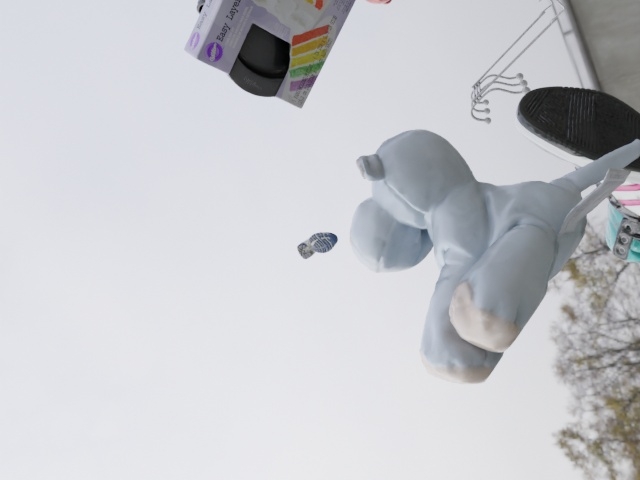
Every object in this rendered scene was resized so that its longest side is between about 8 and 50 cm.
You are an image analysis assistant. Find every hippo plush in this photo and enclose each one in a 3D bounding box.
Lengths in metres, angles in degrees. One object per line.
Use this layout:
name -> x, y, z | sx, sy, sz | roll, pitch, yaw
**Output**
hippo plush -> 0.131, -0.009, 0.654 | 0.236, 0.294, 0.234 | 35, -144, 18

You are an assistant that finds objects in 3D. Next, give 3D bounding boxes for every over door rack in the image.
over door rack -> 0.493, -0.449, 1.540 | 0.108, 0.324, 0.239 | 31, -154, -2

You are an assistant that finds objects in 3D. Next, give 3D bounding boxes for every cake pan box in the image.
cake pan box -> -0.084, -0.396, 1.119 | 0.245, 0.267, 0.070 | 19, -164, -39

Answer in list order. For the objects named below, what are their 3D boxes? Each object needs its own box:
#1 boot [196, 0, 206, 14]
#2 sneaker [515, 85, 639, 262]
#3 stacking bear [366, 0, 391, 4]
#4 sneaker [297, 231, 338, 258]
boot -> -0.154, -0.586, 1.497 | 0.338, 0.118, 0.223 | 3, -101, -37
sneaker -> 0.368, -0.069, 0.763 | 0.124, 0.295, 0.178 | -55, -18, -28
stacking bear -> 0.049, -0.623, 1.343 | 0.288, 0.175, 0.164 | 32, -112, -4
sneaker -> 0.000, 0.000, 1.455 | 0.058, 0.135, 0.052 | -37, -79, -37
